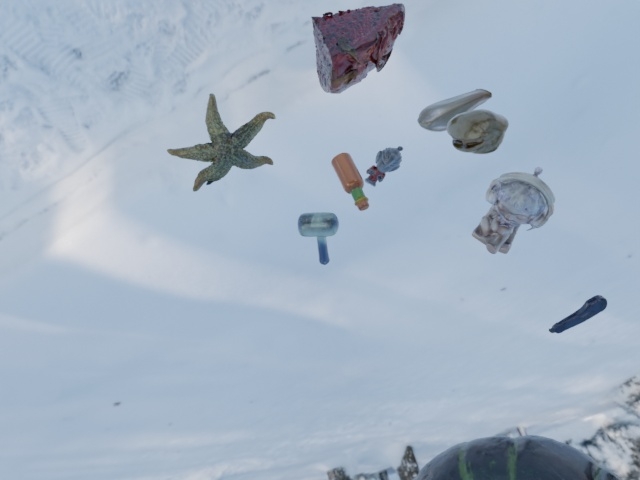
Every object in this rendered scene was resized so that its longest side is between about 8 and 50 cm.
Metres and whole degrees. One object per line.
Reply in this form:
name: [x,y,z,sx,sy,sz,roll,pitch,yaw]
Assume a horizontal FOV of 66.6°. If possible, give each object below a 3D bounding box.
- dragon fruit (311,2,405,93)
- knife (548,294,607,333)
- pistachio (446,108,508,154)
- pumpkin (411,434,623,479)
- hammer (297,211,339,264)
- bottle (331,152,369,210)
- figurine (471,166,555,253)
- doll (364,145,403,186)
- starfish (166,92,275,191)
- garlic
dragon fruit: [0.114,-0.606,1.446,0.330,0.302,0.240,-34,113,5]
knife: [0.500,0.148,0.948,0.121,0.018,0.031,-40,108,21]
pistachio: [0.359,-0.256,1.130,0.113,0.149,0.113,-13,117,-27]
pumpkin: [0.236,0.389,0.560,0.323,0.323,0.241,-31,156,19]
hammer: [0.000,0.000,1.392,0.116,0.069,0.193,-1,135,7]
bottle: [0.095,-0.173,1.464,0.069,0.187,0.069,-19,157,-8]
figurine: [0.480,-0.080,1.214,0.141,0.163,0.236,-46,166,-35]
doll: [0.221,-0.261,1.691,0.094,0.079,0.180,34,117,-13]
starfish: [-0.179,-0.186,0.901,0.208,0.053,0.175,-23,123,-7]
garlic: [0.488,-0.482,1.806,0.318,0.143,0.112,-32,112,-10]
